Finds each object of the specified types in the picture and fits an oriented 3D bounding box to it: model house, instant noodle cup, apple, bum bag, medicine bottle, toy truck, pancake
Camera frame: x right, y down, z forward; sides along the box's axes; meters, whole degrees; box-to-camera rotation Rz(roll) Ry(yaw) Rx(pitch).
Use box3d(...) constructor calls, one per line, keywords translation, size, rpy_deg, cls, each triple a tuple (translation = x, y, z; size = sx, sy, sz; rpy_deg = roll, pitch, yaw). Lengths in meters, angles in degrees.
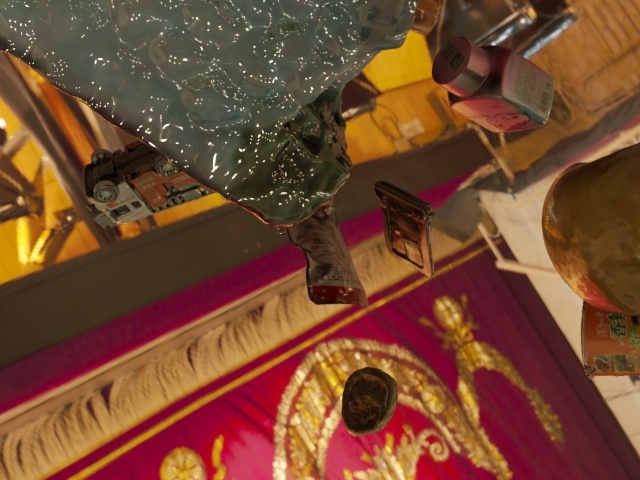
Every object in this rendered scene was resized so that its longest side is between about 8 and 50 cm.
box3d(translation=(-0.024, -0.264, 0.499), size=(0.339, 0.360, 0.297), rpy_deg=(-42, 129, 19), cls="model house")
box3d(translation=(0.643, 0.176, 1.462), size=(0.182, 0.230, 0.230), rpy_deg=(2, -168, 30), cls="instant noodle cup")
box3d(translation=(0.495, -0.018, 1.101), size=(0.295, 0.257, 0.233), rpy_deg=(-16, 177, 18), cls="apple")
box3d(translation=(0.138, -0.018, 1.141), size=(0.026, 0.109, 0.159), rpy_deg=(-39, 140, -23), cls="bum bag")
box3d(translation=(0.269, -0.248, 1.150), size=(0.188, 0.094, 0.119), rpy_deg=(20, 168, -34), cls="medicine bottle")
box3d(translation=(-0.371, -0.135, 1.605), size=(0.339, 0.133, 0.184), rpy_deg=(-24, 138, 4), cls="toy truck")
box3d(translation=(0.068, 0.227, 1.029), size=(0.017, 0.108, 0.108), rpy_deg=(25, 133, -39), cls="pancake")

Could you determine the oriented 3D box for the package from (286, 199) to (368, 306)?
box3d(translation=(0.000, 0.000, 1.197), size=(0.154, 0.239, 0.030), rpy_deg=(6, 145, -48), cls="package")
